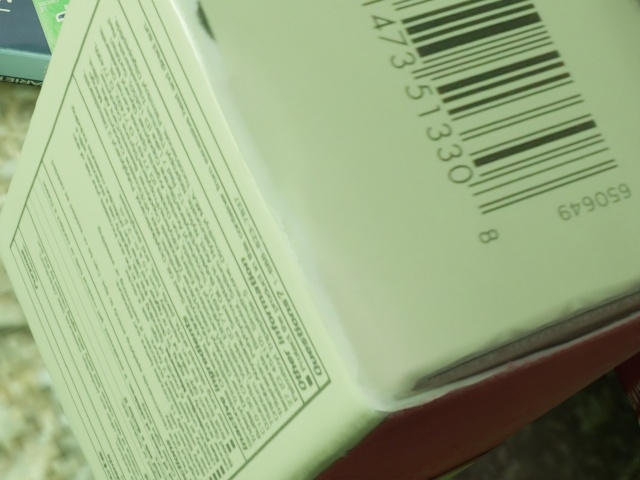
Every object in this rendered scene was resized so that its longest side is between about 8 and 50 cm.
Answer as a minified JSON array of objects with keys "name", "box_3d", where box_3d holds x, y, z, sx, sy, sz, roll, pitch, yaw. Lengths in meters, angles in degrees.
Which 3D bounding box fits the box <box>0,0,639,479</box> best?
[{"name":"box","box_3d":[0.000,0.000,0.486,0.127,0.232,0.148,-20,76,-24]}]

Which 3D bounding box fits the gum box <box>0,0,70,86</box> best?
[{"name":"gum box","box_3d":[-0.073,-0.146,0.613,0.157,0.041,0.184,7,77,-15]}]

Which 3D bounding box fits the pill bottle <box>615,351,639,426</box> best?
[{"name":"pill bottle","box_3d":[0.177,-0.069,0.580,0.224,0.224,0.392,-15,74,-23]}]
